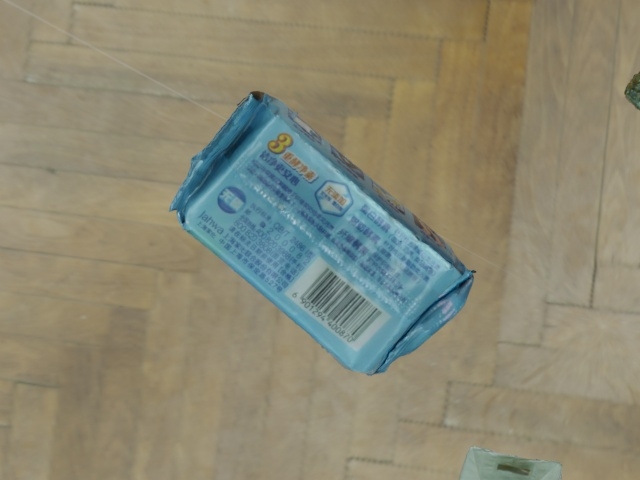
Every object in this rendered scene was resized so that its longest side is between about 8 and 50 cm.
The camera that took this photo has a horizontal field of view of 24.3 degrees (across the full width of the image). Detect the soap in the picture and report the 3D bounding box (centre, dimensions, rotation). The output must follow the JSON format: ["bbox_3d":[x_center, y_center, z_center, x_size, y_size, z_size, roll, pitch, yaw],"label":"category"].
[{"bbox_3d":[0.000,0.000,1.396,0.293,0.077,0.156,42,103,-11],"label":"soap"}]

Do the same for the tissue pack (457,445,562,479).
[{"bbox_3d":[0.201,0.381,1.678,0.124,0.185,0.225,8,124,15],"label":"tissue pack"}]

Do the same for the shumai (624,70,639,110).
[{"bbox_3d":[0.376,-0.165,1.529,0.099,0.124,0.087,35,115,24],"label":"shumai"}]
